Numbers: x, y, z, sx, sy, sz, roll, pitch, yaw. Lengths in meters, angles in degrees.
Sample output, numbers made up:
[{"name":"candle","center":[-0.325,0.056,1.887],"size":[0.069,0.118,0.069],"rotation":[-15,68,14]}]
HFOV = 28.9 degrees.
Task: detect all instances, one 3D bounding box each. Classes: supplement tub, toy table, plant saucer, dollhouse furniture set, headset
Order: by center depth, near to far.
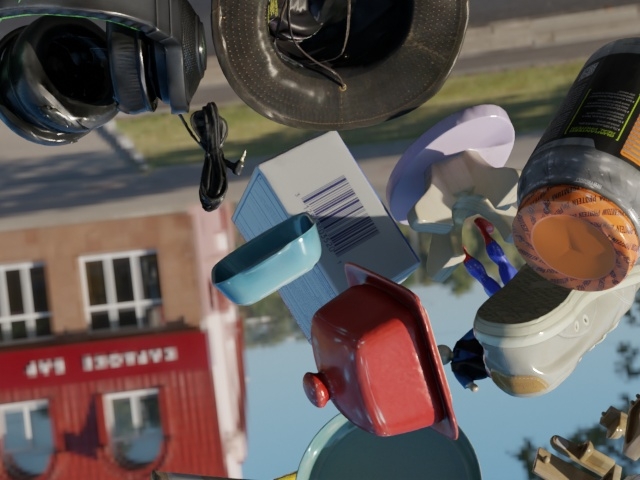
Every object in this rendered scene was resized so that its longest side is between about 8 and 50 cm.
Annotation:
[{"name":"headset","center":[-0.211,-0.150,1.242],"size":[0.243,0.185,0.394],"rotation":[-10,165,27]},{"name":"supplement tub","center":[0.370,-0.096,1.572],"size":[0.194,0.193,0.316],"rotation":[-7,-143,44]},{"name":"dollhouse furniture set","center":[0.438,0.308,1.979],"size":[0.123,0.151,0.144],"rotation":[29,-143,0]},{"name":"toy table","center":[0.228,-0.068,1.986],"size":[0.252,0.161,0.274],"rotation":[-1,142,-23]},{"name":"plant saucer","center":[0.113,0.414,2.038],"size":[0.318,0.317,0.043],"rotation":[-7,153,16]}]

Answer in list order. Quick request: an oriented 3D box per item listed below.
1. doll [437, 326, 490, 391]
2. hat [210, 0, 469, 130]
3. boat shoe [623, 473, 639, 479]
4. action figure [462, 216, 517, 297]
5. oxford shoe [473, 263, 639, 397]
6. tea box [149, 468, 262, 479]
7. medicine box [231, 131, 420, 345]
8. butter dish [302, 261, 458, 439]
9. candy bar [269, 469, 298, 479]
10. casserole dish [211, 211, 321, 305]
[{"name":"doll","center":[0.285,0.202,2.173],"size":[0.189,0.129,0.046],"rotation":[-1,160,29]},{"name":"hat","center":[0.016,-0.295,1.572],"size":[0.331,0.331,0.134],"rotation":[-6,-160,-12]},{"name":"boat shoe","center":[0.411,0.323,1.632],"size":[0.100,0.035,0.035],"rotation":[-40,-155,14]},{"name":"action figure","center":[0.316,0.098,1.973],"size":[0.091,0.280,0.139],"rotation":[-40,131,14]},{"name":"oxford shoe","center":[0.350,0.102,1.764],"size":[0.169,0.130,0.449],"rotation":[1,-163,35]},{"name":"tea box","center":[-0.175,0.587,1.951],"size":[0.220,0.323,0.329],"rotation":[10,-162,-20]},{"name":"medicine box","center":[0.000,0.000,2.016],"size":[0.149,0.263,0.289],"rotation":[-30,172,-18]},{"name":"butter dish","center":[0.039,0.119,1.166],"size":[0.118,0.159,0.160],"rotation":[-25,-160,-19]},{"name":"candy bar","center":[-0.068,0.439,2.271],"size":[0.161,0.018,0.040],"rotation":[-20,176,-4]},{"name":"casserole dish","center":[-0.049,0.020,1.203],"size":[0.114,0.037,0.188],"rotation":[-30,-171,-1]}]
